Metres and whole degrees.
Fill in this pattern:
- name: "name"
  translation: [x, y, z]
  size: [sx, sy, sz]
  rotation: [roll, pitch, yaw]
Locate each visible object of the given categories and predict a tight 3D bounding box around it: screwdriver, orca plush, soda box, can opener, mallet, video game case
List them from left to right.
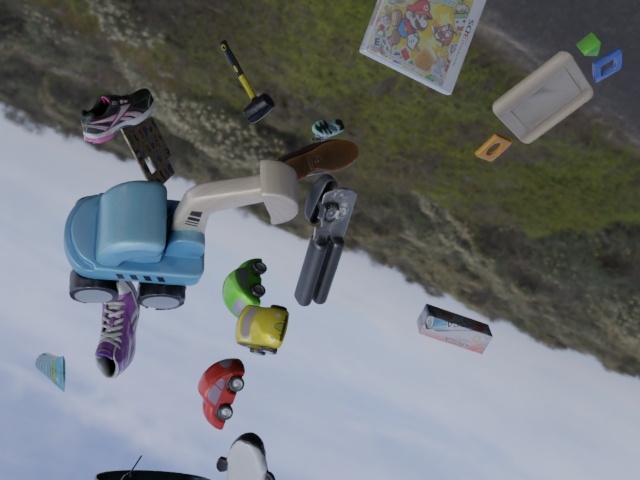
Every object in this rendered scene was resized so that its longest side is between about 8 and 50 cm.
- name: "screwdriver"
  translation: [-0.471, 0.576, 2.103]
  size: [0.024, 0.025, 0.170]
  rotation: [26, -171, -1]
- name: "mallet"
  translation: [-0.166, -0.327, 1.748]
  size: [0.189, 0.062, 0.039]
  rotation: [54, -154, 17]
- name: "orca plush"
  translation: [-0.148, 0.555, 2.000]
  size: [0.151, 0.287, 0.102]
  rotation: [-2, -155, 27]
- name: "can opener"
  translation: [0.000, 0.000, 1.711]
  size: [0.076, 0.283, 0.095]
  rotation: [-5, -141, -30]
- name: "video game case"
  translation: [0.200, -0.415, 1.624]
  size: [0.227, 0.206, 0.026]
  rotation: [18, -177, -32]
- name: "soda box"
  translation: [0.339, 0.224, 2.140]
  size: [0.183, 0.063, 0.058]
  rotation: [19, -153, -13]

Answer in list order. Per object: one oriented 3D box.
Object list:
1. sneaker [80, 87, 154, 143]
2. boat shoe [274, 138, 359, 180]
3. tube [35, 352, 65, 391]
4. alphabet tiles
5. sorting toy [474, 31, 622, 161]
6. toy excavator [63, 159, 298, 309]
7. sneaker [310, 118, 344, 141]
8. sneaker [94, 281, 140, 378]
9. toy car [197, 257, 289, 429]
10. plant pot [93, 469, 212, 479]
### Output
- name: "sneaker"
  translation: [-0.418, -0.272, 1.747]
  size: [0.072, 0.178, 0.077]
  rotation: [21, 140, 30]
- name: "boat shoe"
  translation: [-0.018, -0.181, 1.873]
  size: [0.207, 0.073, 0.073]
  rotation: [-16, -158, -23]
- name: "tube"
  translation: [-0.620, 0.299, 1.979]
  size: [0.052, 0.080, 0.207]
  rotation: [-8, -177, -29]
- name: "alphabet tiles"
  translation: [-0.435, -0.239, 2.146]
  size: [0.237, 0.009, 0.198]
  rotation: [-76, -38, -71]
- name: "sorting toy"
  translation: [0.448, -0.294, 1.723]
  size: [0.196, 0.348, 0.047]
  rotation: [26, -149, -54]
- name: "toy excavator"
  translation: [-0.296, -0.031, 1.724]
  size: [0.433, 0.222, 0.445]
  rotation: [5, 155, -16]
- name: "sneaker"
  translation: [-0.001, -0.225, 1.781]
  size: [0.069, 0.038, 0.098]
  rotation: [-26, 171, 39]
- name: "sneaker"
  translation: [-0.556, 0.239, 2.293]
  size: [0.102, 0.282, 0.161]
  rotation: [0, -163, 7]
- name: "toy car"
  translation: [-0.113, 0.110, 1.163]
  size: [0.053, 0.239, 0.225]
  rotation: [19, -140, -19]
- name: "plant pot"
  translation: [-0.412, 0.679, 2.059]
  size: [0.293, 0.196, 0.293]
  rotation: [5, 171, 1]
